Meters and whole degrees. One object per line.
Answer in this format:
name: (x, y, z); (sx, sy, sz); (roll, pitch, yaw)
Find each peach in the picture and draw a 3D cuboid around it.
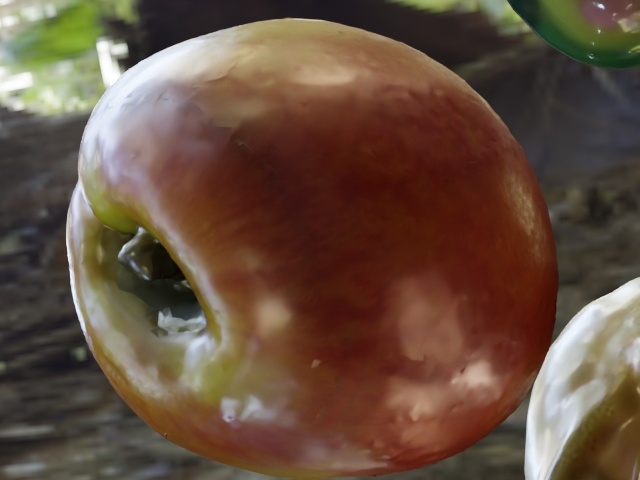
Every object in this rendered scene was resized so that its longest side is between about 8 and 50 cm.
peach: (0.000, 0.000, 1.082); (0.238, 0.281, 0.281); (-61, 0, 37)

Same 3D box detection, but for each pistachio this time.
pistachio: (0.233, 0.163, 1.210); (0.238, 0.229, 0.321); (3, -84, -38)

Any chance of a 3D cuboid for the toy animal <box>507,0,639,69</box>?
toy animal: (0.216, -0.119, 0.898); (0.338, 0.216, 0.191); (38, -153, -5)
